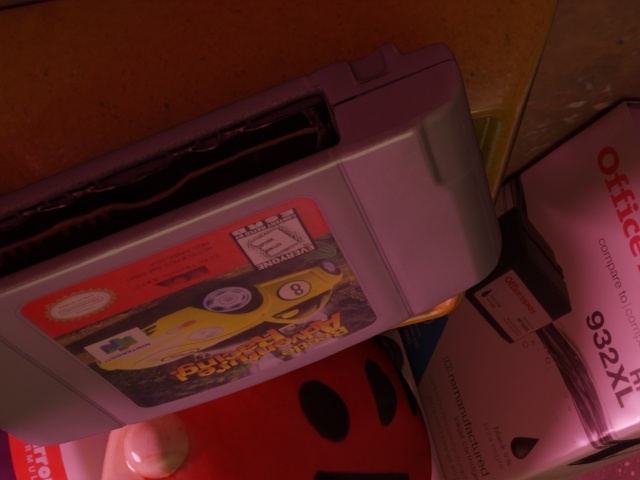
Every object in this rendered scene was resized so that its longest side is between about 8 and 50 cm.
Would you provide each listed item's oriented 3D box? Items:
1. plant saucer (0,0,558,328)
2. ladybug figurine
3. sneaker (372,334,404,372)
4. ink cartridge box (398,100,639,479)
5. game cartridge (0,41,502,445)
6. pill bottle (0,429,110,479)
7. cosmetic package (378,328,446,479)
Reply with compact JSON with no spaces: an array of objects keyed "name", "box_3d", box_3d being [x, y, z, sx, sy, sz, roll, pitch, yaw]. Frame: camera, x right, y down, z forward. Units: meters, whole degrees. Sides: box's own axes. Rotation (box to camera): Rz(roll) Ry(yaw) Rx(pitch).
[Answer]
[{"name":"plant saucer","box_3d":[-0.027,-0.016,0.665,0.332,0.081,0.333,-14,151,-10]},{"name":"ladybug figurine","box_3d":[-0.021,0.192,0.943,0.162,0.305,0.449,9,172,22]},{"name":"sneaker","box_3d":[-0.022,0.137,1.162,0.222,0.083,0.118,-15,160,-2]},{"name":"ink cartridge box","box_3d":[0.212,0.060,0.928,0.129,0.223,0.307,0,155,-37]},{"name":"game cartridge","box_3d":[-0.056,0.018,0.572,0.294,0.060,0.196,-21,155,6]},{"name":"pill bottle","box_3d":[-0.272,0.207,0.998,0.323,0.182,0.181,-17,161,-1]},{"name":"cosmetic package","box_3d":[0.054,0.352,1.251,0.230,0.453,0.161,-19,160,6]}]
